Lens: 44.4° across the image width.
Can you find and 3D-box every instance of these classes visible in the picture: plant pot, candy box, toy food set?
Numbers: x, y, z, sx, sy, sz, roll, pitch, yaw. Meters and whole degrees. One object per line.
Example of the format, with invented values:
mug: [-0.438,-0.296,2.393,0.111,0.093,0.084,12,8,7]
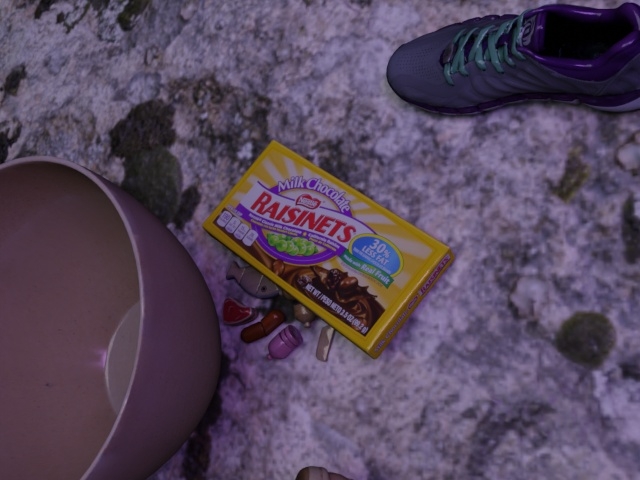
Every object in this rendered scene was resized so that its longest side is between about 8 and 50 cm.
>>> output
plant pot: [-0.192,0.092,0.658,0.284,0.191,0.283,-8,73,29]
candy box: [0.000,0.000,0.657,0.206,0.027,0.105,34,79,33]
toy food set: [-0.043,0.063,0.680,0.122,0.019,0.077,11,82,32]

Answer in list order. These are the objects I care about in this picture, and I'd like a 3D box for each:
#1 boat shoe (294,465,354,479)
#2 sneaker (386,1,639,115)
boat shoe: [0.041,0.321,0.518,0.110,0.121,0.340,-5,73,-10]
sneaker: [0.141,-0.147,0.584,0.224,0.098,0.083,4,79,31]
